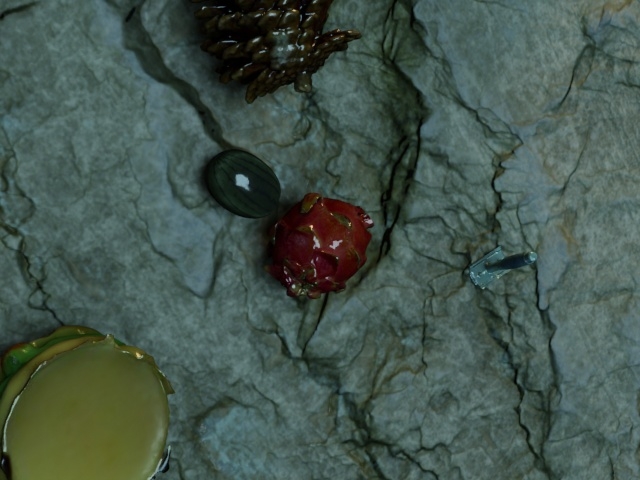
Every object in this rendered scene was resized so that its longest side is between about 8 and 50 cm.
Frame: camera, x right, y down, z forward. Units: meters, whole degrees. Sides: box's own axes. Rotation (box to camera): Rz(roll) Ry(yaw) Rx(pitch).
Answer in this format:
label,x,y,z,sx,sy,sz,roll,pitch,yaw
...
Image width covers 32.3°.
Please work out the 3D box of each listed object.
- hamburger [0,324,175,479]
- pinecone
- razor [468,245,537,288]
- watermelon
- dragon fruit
label,x,y,z,sx,sy,sz,roll,pitch,yaw
hamburger,-0.300,0.207,1.293,0.237,0.149,0.237,-7,101,-37
pinecone,-0.066,-0.282,1.345,0.186,0.169,0.212,-31,111,-17
razor,0.273,0.031,1.592,0.068,0.135,0.040,-34,93,-21
watermelon,-0.097,-0.070,1.409,0.111,0.078,0.078,33,81,-29
dragon fruit,0.000,0.000,1.441,0.166,0.136,0.133,-37,114,-32
